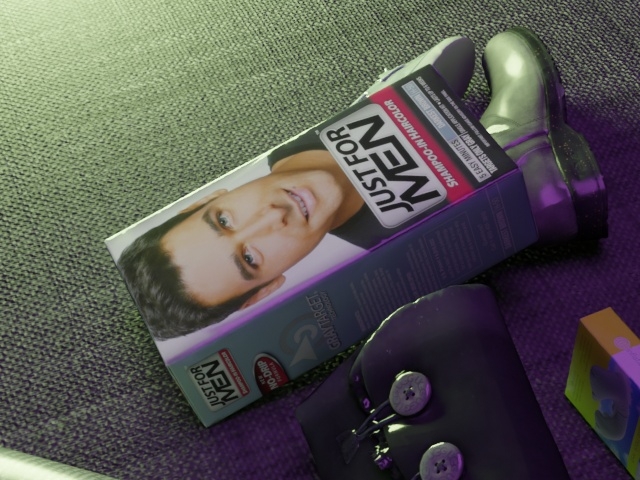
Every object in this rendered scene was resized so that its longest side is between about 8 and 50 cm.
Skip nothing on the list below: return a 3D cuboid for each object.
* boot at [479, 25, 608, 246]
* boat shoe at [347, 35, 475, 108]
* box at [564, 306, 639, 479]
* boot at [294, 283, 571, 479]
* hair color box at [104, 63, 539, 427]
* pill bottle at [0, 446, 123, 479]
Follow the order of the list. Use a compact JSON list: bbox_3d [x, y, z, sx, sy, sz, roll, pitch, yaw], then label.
[{"bbox_3d":[0.161,-0.105,1.619,0.223,0.118,0.338,-13,39,-1],"label":"boot"},{"bbox_3d":[0.093,-0.169,1.703,0.081,0.079,0.227,17,45,35],"label":"boat shoe"},{"bbox_3d":[0.290,0.158,1.338,0.042,0.109,0.178,-18,46,-20],"label":"box"},{"bbox_3d":[0.195,0.209,1.192,0.367,0.146,0.445,-32,43,10],"label":"boot"},{"bbox_3d":[0.000,0.000,1.453,0.374,0.113,0.185,-29,48,-5],"label":"hair color box"},{"bbox_3d":[-0.182,0.288,1.159,0.363,0.210,0.210,12,46,16],"label":"pill bottle"}]
